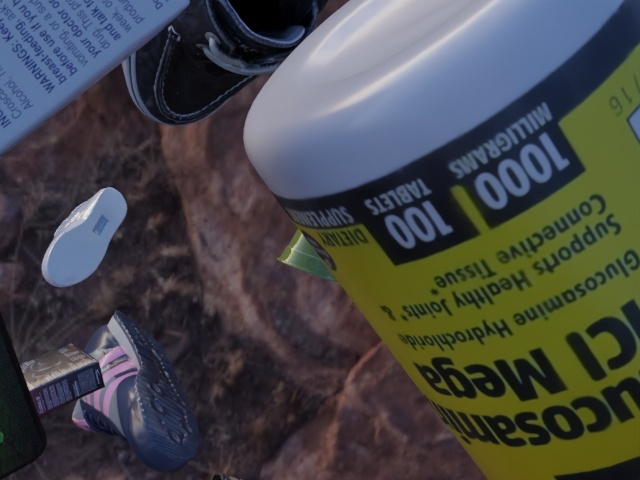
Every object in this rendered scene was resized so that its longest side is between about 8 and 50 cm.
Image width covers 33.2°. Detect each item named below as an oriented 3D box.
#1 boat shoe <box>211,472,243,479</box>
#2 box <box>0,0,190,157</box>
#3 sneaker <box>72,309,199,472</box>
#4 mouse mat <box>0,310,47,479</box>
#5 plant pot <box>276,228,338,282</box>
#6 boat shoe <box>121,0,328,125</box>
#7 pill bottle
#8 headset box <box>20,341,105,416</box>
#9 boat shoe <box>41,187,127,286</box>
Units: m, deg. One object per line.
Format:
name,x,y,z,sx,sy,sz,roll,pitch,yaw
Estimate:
boat shoe,-0.161,0.432,1.720,0.073,0.080,0.223,26,7,-1
box,-0.138,-0.088,0.369,0.137,0.072,0.126,-39,105,-5
sneaker,-0.242,0.213,1.334,0.112,0.131,0.319,44,3,-27
mouse mat,-0.224,0.080,0.532,0.153,0.189,0.007,-28,44,-25
plant pot,0.000,0.000,1.286,0.083,0.083,0.079,20,91,0
boat shoe,-0.048,-0.157,0.697,0.108,0.301,0.102,9,52,-31
pill bottle,0.130,0.026,0.507,0.334,0.188,0.188,53,44,-20
headset box,-0.262,0.136,1.042,0.083,0.032,0.062,-25,28,-32
boat shoe,-0.318,-0.001,1.399,0.066,0.063,0.184,47,39,-26
